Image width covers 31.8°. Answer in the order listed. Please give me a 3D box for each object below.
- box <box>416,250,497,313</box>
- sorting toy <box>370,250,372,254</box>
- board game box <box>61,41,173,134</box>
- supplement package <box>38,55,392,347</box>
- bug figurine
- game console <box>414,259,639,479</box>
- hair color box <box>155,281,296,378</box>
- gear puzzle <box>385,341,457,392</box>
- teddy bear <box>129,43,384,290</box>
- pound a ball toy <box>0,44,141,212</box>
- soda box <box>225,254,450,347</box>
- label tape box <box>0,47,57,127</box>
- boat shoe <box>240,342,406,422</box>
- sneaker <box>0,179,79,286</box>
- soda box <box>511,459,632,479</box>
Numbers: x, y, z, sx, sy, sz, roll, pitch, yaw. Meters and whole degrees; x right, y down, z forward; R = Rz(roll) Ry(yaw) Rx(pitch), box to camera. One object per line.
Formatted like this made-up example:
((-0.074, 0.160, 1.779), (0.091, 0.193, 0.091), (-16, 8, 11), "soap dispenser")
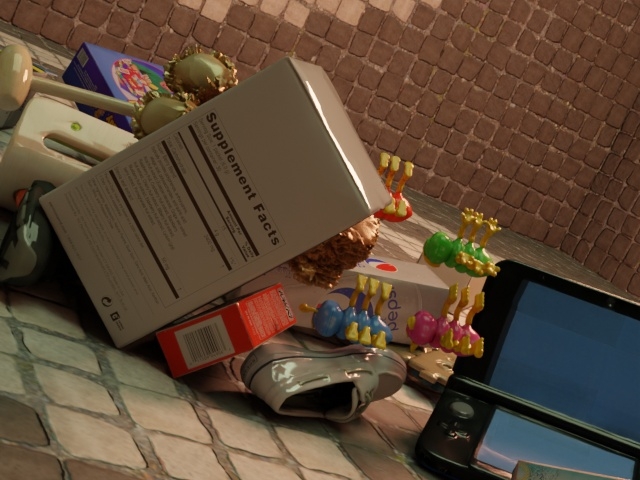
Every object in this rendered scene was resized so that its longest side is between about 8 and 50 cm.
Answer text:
((0.260, 0.068, 2.194), (0.113, 0.094, 0.275), (28, 9, 14), "box")
((0.000, 0.000, 1.745), (0.348, 0.047, 0.196), (43, 13, -1), "sorting toy")
((-0.245, -0.158, 1.804), (0.233, 0.078, 0.347), (11, 37, -46), "board game box")
((-0.100, -0.042, 1.161), (0.175, 0.293, 0.177), (62, 12, 0), "supplement package")
((0.095, 0.038, 1.263), (0.216, 0.072, 0.279), (21, 48, -7), "bug figurine")
((0.284, 0.174, 1.235), (0.293, 0.173, 0.250), (19, 22, 13), "game console")
((-0.094, 0.090, 1.171), (0.167, 0.093, 0.053), (-14, 83, -77), "hair color box")
((0.079, 0.132, 1.569), (0.339, 0.044, 0.175), (27, 19, 28), "gear puzzle")
((-0.080, -0.085, 1.366), (0.338, 0.113, 0.245), (27, 49, -24), "teddy bear")
((-0.271, -0.076, 1.368), (0.319, 0.135, 0.208), (23, -33, -15), "pound a ball toy")
((0.020, 0.064, 1.485), (0.286, 0.091, 0.098), (11, 16, -20), "soda box")
((-0.604, -0.278, 1.818), (0.249, 0.115, 0.347), (26, 7, 0), "label tape box")
((0.016, 0.161, 1.192), (0.226, 0.083, 0.076), (5, 36, -41), "boat shoe")
((-0.281, -0.004, 1.207), (0.106, 0.101, 0.267), (26, 10, -12), "sneaker")
((0.278, 0.264, 1.106), (0.183, 0.058, 0.063), (10, -21, 7), "soda box")
